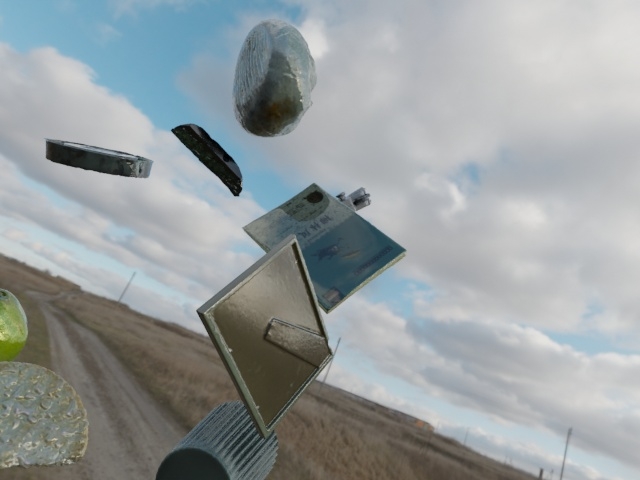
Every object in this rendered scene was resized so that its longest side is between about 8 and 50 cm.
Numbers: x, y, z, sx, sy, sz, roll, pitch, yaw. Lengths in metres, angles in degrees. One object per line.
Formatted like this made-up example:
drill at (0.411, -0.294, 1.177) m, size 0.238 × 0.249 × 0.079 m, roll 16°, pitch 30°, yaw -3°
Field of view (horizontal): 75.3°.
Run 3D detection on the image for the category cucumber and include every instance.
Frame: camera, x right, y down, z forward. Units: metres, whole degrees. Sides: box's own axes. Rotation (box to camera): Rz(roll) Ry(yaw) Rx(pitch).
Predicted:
cucumber at (-0.257, -0.207, 1.016) m, size 0.046 × 0.070 × 0.220 m, roll -34°, pitch -75°, yaw 33°

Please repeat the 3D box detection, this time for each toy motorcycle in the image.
toy motorcycle at (0.065, -0.119, 1.570) m, size 0.110 × 0.260 × 0.171 m, roll 62°, pitch 3°, yaw -11°

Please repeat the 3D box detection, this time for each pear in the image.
pear at (-0.795, 0.203, 0.979) m, size 0.187 × 0.220 × 0.187 m, roll 8°, pitch 16°, yaw -2°

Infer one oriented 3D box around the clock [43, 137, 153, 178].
clock at (-0.704, -0.261, 1.328) m, size 0.312 × 0.062 × 0.312 m, roll 13°, pitch 9°, yaw -2°

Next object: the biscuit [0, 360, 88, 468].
biscuit at (-0.551, 0.329, 0.761) m, size 0.265 × 0.188 × 0.040 m, roll 44°, pitch -53°, yaw -4°

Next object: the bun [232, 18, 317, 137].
bun at (-0.137, -0.487, 1.278) m, size 0.211 × 0.362 × 0.362 m, roll 6°, pitch -10°, yaw -28°

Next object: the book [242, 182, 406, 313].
book at (0.000, 0.000, 1.087) m, size 0.379 × 0.264 × 0.031 m, roll 39°, pitch -26°, yaw 35°

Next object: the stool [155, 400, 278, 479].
stool at (-0.320, 0.705, 1.302) m, size 0.297 × 0.297 × 0.330 m, roll 19°, pitch 1°, yaw 11°

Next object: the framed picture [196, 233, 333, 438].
framed picture at (-0.072, 0.165, 0.708) m, size 0.020 × 0.211 × 0.290 m, roll 11°, pitch -51°, yaw 39°
